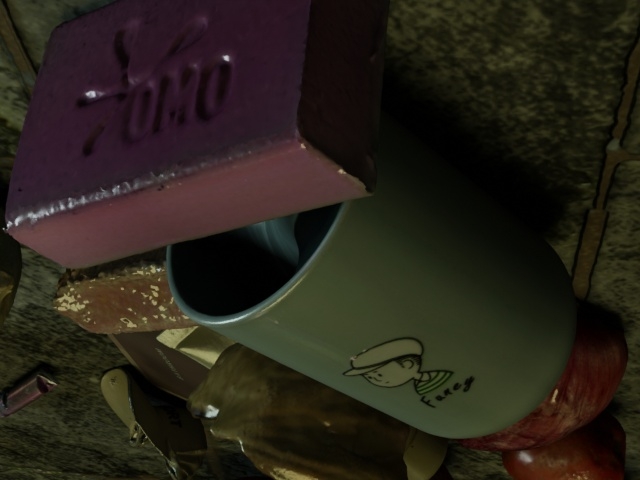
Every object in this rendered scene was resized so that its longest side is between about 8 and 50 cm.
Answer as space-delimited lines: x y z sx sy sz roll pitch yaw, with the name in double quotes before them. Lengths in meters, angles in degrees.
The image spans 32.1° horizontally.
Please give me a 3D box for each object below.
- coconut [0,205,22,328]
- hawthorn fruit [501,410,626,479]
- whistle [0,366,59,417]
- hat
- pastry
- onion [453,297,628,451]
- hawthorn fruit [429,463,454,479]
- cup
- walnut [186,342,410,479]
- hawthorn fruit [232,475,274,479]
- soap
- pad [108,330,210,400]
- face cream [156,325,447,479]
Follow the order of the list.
"coconut" -0.366 0.029 1.033 0.194 0.194 0.194 7 150 4
"hawthorn fruit" 0.284 0.250 1.285 0.138 0.133 0.133 -28 136 26
"whistle" -0.394 0.203 1.483 0.033 0.033 0.176 25 146 -26
"hat" -0.204 0.224 1.432 0.147 0.085 0.175 27 146 49
"pastry" -0.126 0.032 1.047 0.265 0.112 0.103 2 142 25
"onion" 0.185 0.159 1.166 0.227 0.120 0.283 17 150 -4
"hawthorn fruit" 0.059 0.396 1.472 0.210 0.266 0.230 11 151 29
"cup" 0.058 0.028 0.887 0.205 0.206 0.312 -20 140 41
"walnut" -0.010 0.146 1.034 0.204 0.141 0.238 26 -179 -11
"hawthorn fruit" -0.090 0.475 1.649 0.368 0.285 0.284 27 146 -17
"soap" -0.083 -0.093 0.738 0.259 0.181 0.081 -12 148 34
"pad" -0.175 0.142 1.286 0.176 0.002 0.266 19 155 24
"face cream" -0.002 0.151 1.190 0.137 0.084 0.341 -42 118 17
